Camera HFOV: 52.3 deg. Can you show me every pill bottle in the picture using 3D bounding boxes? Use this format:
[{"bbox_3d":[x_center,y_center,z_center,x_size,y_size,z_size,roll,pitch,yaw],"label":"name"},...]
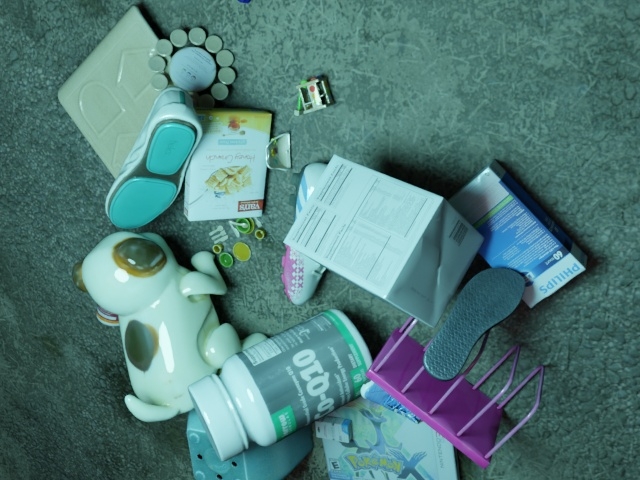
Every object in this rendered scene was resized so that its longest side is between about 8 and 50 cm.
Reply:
[{"bbox_3d":[-0.082,0.306,1.389,0.204,0.361,0.204,53,157,33],"label":"pill bottle"},{"bbox_3d":[-0.530,0.140,1.699,0.086,0.086,0.152,26,117,13],"label":"pill bottle"}]

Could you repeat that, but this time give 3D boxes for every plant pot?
[{"bbox_3d":[-0.186,0.455,1.569,0.248,0.252,0.247,3,109,22],"label":"plant pot"}]

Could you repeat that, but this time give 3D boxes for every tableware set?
[{"bbox_3d":[-0.194,0.001,1.536,0.154,0.024,0.104,-25,98,29],"label":"tableware set"}]

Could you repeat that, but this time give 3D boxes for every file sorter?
[{"bbox_3d":[0.282,0.258,1.320,0.291,0.202,0.182,37,118,7],"label":"file sorter"}]

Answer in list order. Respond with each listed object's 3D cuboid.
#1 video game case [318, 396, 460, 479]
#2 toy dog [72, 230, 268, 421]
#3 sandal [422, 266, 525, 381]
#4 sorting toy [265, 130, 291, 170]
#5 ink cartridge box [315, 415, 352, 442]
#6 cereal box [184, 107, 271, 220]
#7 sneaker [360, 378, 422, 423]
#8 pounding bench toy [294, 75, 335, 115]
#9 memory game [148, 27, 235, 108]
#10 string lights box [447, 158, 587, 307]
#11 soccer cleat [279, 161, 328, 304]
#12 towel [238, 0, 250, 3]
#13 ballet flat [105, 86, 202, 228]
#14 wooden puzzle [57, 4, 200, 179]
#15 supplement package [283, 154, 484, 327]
[{"bbox_3d":[0.153,0.453,1.543,0.329,0.036,0.300,-3,107,25],"label":"video game case"},{"bbox_3d":[-0.381,0.167,1.484,0.285,0.395,0.408,-14,109,40],"label":"toy dog"},{"bbox_3d":[0.279,0.149,1.215,0.097,0.054,0.254,41,80,17],"label":"sandal"},{"bbox_3d":[-0.096,-0.187,1.394,0.045,0.075,0.083,6,111,21],"label":"sorting toy"},{"bbox_3d":[0.032,0.449,1.556,0.083,0.028,0.048,3,109,22],"label":"ink cartridge box"},{"bbox_3d":[-0.201,-0.163,1.404,0.047,0.173,0.240,42,131,54],"label":"cereal box"},{"bbox_3d":[0.185,0.332,1.367,0.211,0.081,0.080,14,116,-17],"label":"sneaker"},{"bbox_3d":[-0.024,-0.297,1.335,0.083,0.052,0.065,-12,103,27],"label":"pounding bench toy"},{"bbox_3d":[-0.273,-0.362,1.387,0.186,0.012,0.186,0,87,-6],"label":"memory game"},{"bbox_3d":[0.369,-0.013,1.253,0.259,0.077,0.133,47,120,2],"label":"string lights box"},{"bbox_3d":[0.000,0.000,1.397,0.143,0.116,0.331,14,113,19],"label":"soccer cleat"},{"bbox_3d":[-0.179,-0.653,1.267,0.308,0.076,0.228,51,127,-1],"label":"towel"},{"bbox_3d":[-0.349,-0.171,1.377,0.139,0.139,0.400,47,136,2],"label":"ballet flat"},{"bbox_3d":[-0.413,-0.300,1.497,0.322,0.080,0.347,-34,88,29],"label":"wooden puzzle"},{"bbox_3d":[0.117,-0.001,1.211,0.263,0.199,0.198,28,86,40],"label":"supplement package"}]
